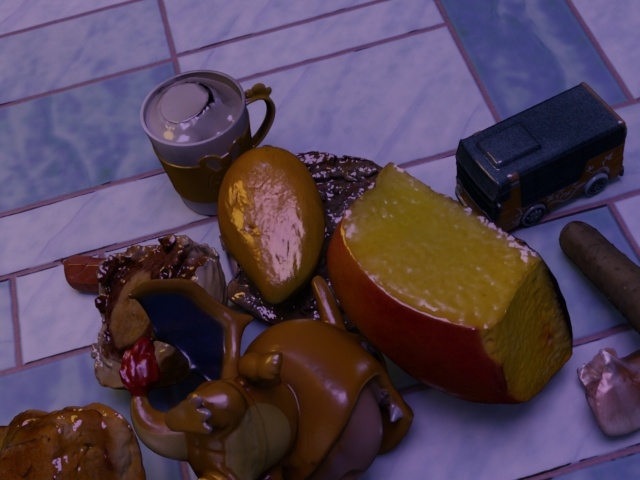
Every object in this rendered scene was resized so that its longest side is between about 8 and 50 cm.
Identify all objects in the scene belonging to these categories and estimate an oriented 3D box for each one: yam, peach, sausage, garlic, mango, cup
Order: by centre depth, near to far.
[{"bbox_3d":[0.186,0.096,1.521,0.380,0.306,0.242,31,70,14],"label":"peach"},{"bbox_3d":[0.458,0.208,1.528,0.174,0.099,0.124,-31,74,-16],"label":"garlic"},{"bbox_3d":[0.472,0.081,1.567,0.083,0.083,0.371,-20,36,-6],"label":"yam"},{"bbox_3d":[-0.080,-0.033,1.699,0.177,0.119,0.316,-14,56,-1],"label":"mango"},{"bbox_3d":[-0.375,0.058,1.796,0.169,0.065,0.065,2,53,12],"label":"sausage"},{"bbox_3d":[-0.182,-0.181,1.845,0.241,0.226,0.185,-28,52,-14],"label":"cup"}]

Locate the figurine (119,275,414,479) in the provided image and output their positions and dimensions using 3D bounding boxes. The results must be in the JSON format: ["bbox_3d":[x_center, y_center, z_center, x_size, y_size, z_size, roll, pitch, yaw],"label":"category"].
[{"bbox_3d":[-0.079,0.215,1.454,0.268,0.401,0.387,-15,3,42],"label":"figurine"}]

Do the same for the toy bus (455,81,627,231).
[{"bbox_3d":[0.371,-0.137,1.757,0.275,0.167,0.138,-26,54,-10],"label":"toy bus"}]

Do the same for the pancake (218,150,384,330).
[{"bbox_3d":[0.000,-0.001,1.775,0.382,0.071,0.382,-6,54,8],"label":"pancake"}]

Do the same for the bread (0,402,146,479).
[{"bbox_3d":[-0.395,0.336,1.473,0.344,0.149,0.195,-15,75,42],"label":"bread"}]

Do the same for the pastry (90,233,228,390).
[{"bbox_3d":[-0.240,0.129,1.643,0.256,0.170,0.236,-15,63,36],"label":"pastry"}]
